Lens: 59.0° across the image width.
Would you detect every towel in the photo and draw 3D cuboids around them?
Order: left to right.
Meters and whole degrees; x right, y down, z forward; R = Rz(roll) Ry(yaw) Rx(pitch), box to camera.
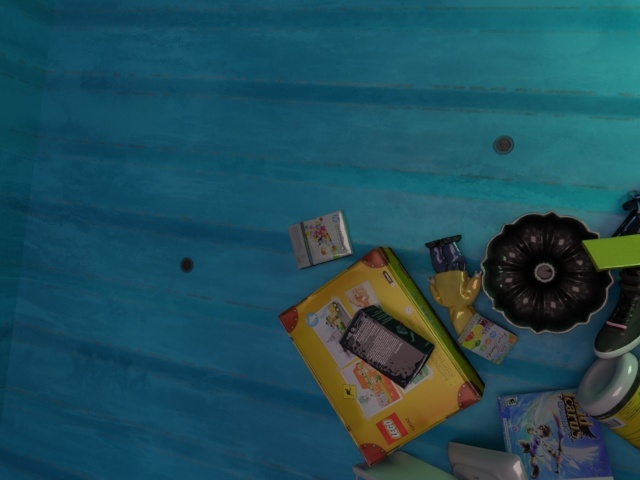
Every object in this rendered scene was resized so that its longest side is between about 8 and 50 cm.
[{"bbox_3d":[0.782,0.027,1.406,0.238,0.021,0.102,-6,45,-2],"label":"towel"}]

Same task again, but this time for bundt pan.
[{"bbox_3d":[0.607,0.087,1.539,0.331,0.124,0.330,-1,87,19],"label":"bundt pan"}]

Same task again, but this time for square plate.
[{"bbox_3d":[0.461,0.717,1.479,0.049,0.347,0.343,-15,81,-20],"label":"square plate"}]

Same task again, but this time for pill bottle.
[{"bbox_3d":[0.832,0.434,1.399,0.334,0.188,0.187,35,100,3],"label":"pill bottle"}]

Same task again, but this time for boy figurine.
[{"bbox_3d":[0.393,0.127,1.623,0.177,0.092,0.285,-21,82,41],"label":"boy figurine"}]

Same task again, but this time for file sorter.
[{"bbox_3d":[0.248,0.725,1.552,0.278,0.193,0.172,4,94,53],"label":"file sorter"}]

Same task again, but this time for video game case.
[{"bbox_3d":[0.612,0.534,1.489,0.245,0.061,0.269,-12,53,18],"label":"video game case"}]

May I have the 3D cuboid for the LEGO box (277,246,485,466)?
[{"bbox_3d":[0.175,0.322,1.647,0.373,0.193,0.500,-36,77,15],"label":"LEGO box"}]

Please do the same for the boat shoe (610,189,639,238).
[{"bbox_3d":[0.830,-0.076,1.476,0.089,0.109,0.258,28,95,22],"label":"boat shoe"}]

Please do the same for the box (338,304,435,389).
[{"bbox_3d":[0.175,0.270,1.465,0.207,0.153,0.108,34,99,18],"label":"box"}]

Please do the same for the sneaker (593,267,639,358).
[{"bbox_3d":[0.767,0.156,1.418,0.296,0.105,0.146,-40,114,-15],"label":"sneaker"}]

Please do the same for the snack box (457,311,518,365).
[{"bbox_3d":[0.470,0.276,1.590,0.141,0.037,0.100,29,101,-17],"label":"snack box"}]

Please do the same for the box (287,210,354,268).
[{"bbox_3d":[0.000,0.000,1.803,0.186,0.038,0.145,-16,83,17],"label":"box"}]
